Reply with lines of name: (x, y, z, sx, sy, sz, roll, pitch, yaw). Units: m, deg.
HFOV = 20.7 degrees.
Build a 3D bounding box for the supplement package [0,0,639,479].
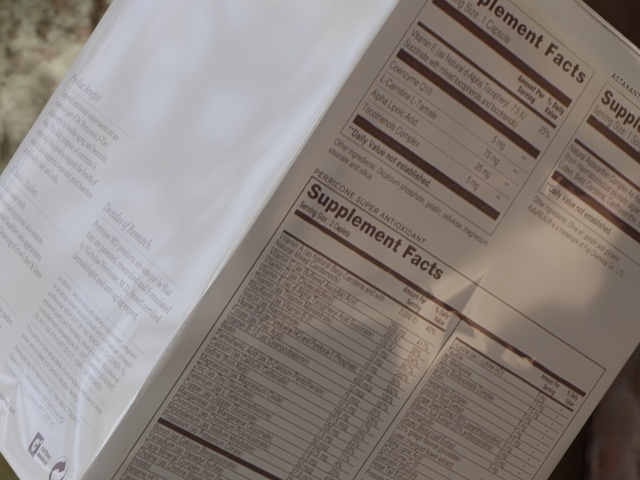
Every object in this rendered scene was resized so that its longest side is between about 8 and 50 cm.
supplement package: (0.000, 0.000, 0.739, 0.198, 0.199, 0.263, 32, -87, -35)
